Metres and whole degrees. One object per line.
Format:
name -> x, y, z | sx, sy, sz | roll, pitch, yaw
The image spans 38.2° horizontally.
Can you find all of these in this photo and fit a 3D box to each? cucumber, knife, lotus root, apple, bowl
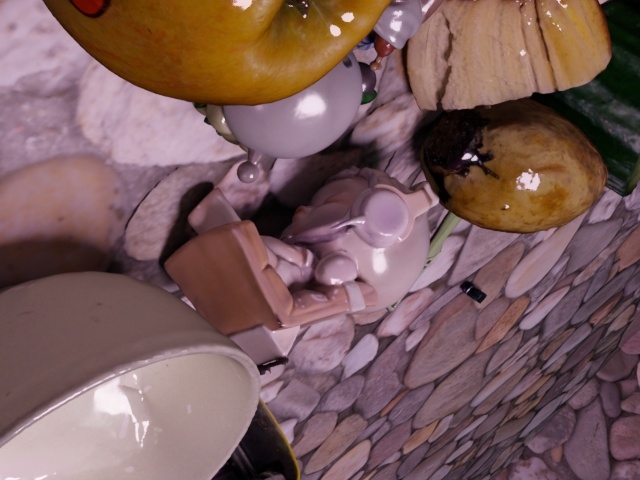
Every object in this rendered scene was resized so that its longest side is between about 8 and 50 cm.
cucumber -> 0.316, -0.157, 0.947 | 0.191, 0.130, 0.191 | -40, 158, -20
knife -> 0.129, 0.008, 1.047 | 0.030, 0.014, 0.207 | -7, 138, -50
lotus root -> 0.190, -0.066, 0.852 | 0.214, 0.138, 0.138 | 6, 129, -30
apple -> -0.043, -0.141, 0.413 | 0.182, 0.155, 0.182 | -32, 147, -24
bowl -> -0.188, 0.123, 0.624 | 0.277, 0.145, 0.277 | -31, 151, -20
lotus root -> 0.143, -0.174, 0.719 | 0.159, 0.095, 0.135 | -5, 150, 13

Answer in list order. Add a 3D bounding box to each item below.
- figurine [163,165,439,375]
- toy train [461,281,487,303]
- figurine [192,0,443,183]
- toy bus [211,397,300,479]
figurine -> 0.002, 0.003, 0.751 | 0.236, 0.141, 0.162 | -25, 177, -37
toy train -> 0.205, 0.068, 1.238 | 0.017, 0.017, 0.083 | -48, 154, 6
figurine -> 0.002, -0.124, 0.571 | 0.197, 0.093, 0.147 | -46, 146, 13
toy bus -> -0.185, 0.241, 0.808 | 0.330, 0.144, 0.152 | -19, 153, -35
